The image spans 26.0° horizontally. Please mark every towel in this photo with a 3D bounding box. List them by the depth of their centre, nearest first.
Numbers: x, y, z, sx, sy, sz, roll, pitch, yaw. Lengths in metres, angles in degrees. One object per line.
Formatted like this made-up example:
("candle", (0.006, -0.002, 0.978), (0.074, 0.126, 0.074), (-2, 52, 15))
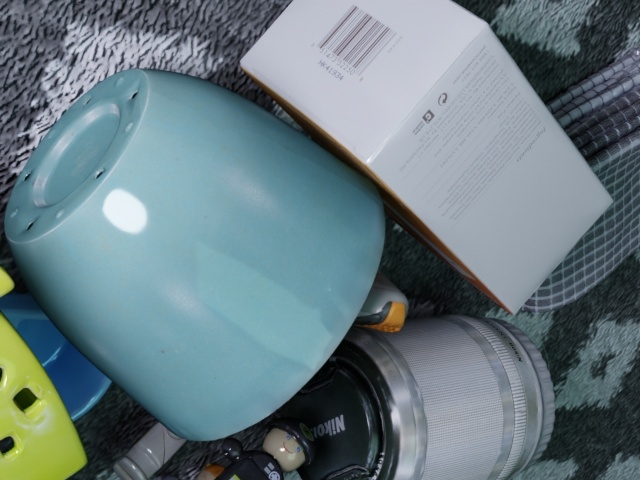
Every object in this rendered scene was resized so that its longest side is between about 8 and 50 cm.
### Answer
("towel", (0.338, -0.066, 1.702), (0.284, 0.121, 0.235), (-31, 137, -21))

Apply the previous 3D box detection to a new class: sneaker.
("sneaker", (0.000, 0.000, 1.353), (0.099, 0.262, 0.121), (16, 100, -41))

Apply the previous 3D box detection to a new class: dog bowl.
("dog bowl", (-0.315, 0.106, 1.284), (0.297, 0.074, 0.166), (6, 115, -43))

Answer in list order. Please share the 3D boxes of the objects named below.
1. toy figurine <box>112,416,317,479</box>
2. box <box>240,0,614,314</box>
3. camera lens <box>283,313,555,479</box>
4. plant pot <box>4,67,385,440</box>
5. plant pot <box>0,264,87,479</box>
("toy figurine", (-0.099, 0.271, 1.503), (0.148, 0.209, 0.213), (-44, 136, -32))
("box", (0.115, -0.106, 1.400), (0.168, 0.215, 0.345), (-49, 139, 0))
("camera lens", (0.111, 0.201, 1.624), (0.274, 0.219, 0.219), (-4, 122, -40))
("plant pot", (-0.129, -0.011, 1.215), (0.235, 0.293, 0.293), (40, 90, -29))
("plant pot", (-0.334, 0.091, 1.015), (0.227, 0.228, 0.207), (-28, 129, -26))
